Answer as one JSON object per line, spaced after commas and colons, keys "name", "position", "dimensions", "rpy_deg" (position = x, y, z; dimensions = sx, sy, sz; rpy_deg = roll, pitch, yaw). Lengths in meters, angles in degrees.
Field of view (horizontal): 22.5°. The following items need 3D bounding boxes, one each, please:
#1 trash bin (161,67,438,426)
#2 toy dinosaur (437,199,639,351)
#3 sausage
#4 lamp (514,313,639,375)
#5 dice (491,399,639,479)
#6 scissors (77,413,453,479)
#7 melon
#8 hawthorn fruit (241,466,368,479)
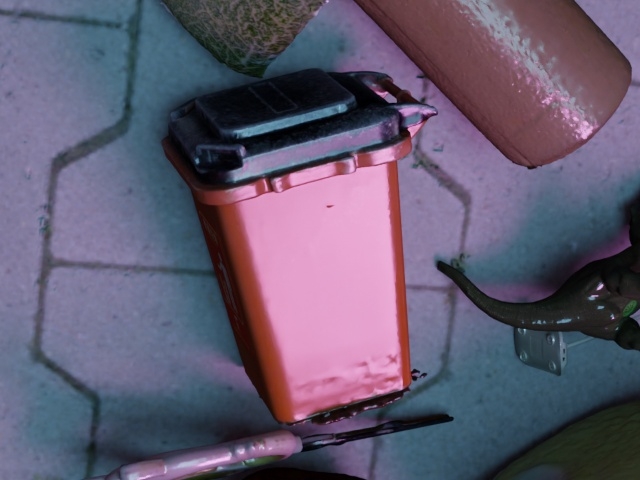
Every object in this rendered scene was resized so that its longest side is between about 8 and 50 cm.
{"name": "trash bin", "position": [0.000, 0.000, 1.203], "dimensions": [0.184, 0.161, 0.239], "rpy_deg": [-17, 113, -11]}
{"name": "toy dinosaur", "position": [0.219, 0.025, 1.315], "dimensions": [0.187, 0.179, 0.087], "rpy_deg": [-40, 127, -37]}
{"name": "sausage", "position": [0.110, -0.178, 1.206], "dimensions": [0.253, 0.123, 0.123], "rpy_deg": [43, 88, -20]}
{"name": "lamp", "position": [0.260, 0.063, 1.353], "dimensions": [0.198, 0.056, 0.050], "rpy_deg": [-16, 107, -23]}
{"name": "dice", "position": [0.276, 0.287, 1.283], "dimensions": [0.254, 0.250, 0.252], "rpy_deg": [-30, 108, -9]}
{"name": "scissors", "position": [-0.027, 0.160, 1.248], "dimensions": [0.317, 0.160, 0.024], "rpy_deg": [-6, 78, -32]}
{"name": "melon", "position": [-0.051, -0.179, 1.160], "dimensions": [0.093, 0.202, 0.140], "rpy_deg": [-33, 133, -29]}
{"name": "hawthorn fruit", "position": [-0.010, 0.297, 1.232], "dimensions": [0.215, 0.215, 0.250], "rpy_deg": [-17, 127, -12]}
